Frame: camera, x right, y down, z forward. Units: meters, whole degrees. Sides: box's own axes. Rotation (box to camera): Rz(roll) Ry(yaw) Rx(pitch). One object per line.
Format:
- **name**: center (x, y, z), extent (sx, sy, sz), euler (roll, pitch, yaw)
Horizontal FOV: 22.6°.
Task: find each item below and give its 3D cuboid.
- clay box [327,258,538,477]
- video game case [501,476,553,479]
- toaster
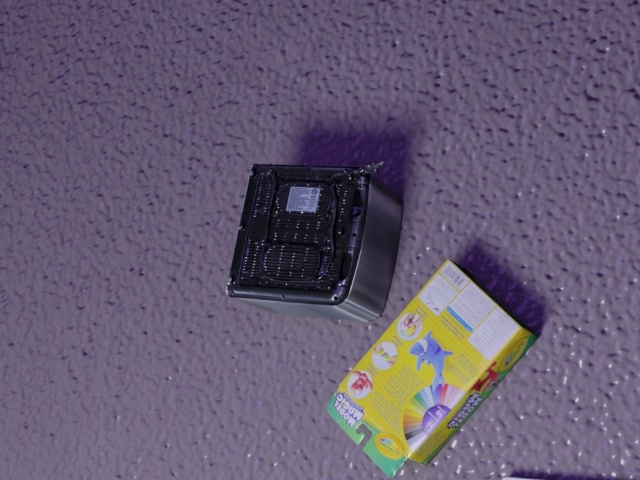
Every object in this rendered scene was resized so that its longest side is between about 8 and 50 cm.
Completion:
- **clay box**: center (0.119, 0.146, 1.778), extent (0.222, 0.053, 0.127), euler (-50, 57, 8)
- **video game case**: center (0.271, 0.341, 1.646), extent (0.201, 0.023, 0.183), euler (0, 74, 29)
- **toaster**: center (0.000, 0.000, 1.859), extent (0.186, 0.110, 0.168), euler (3, 76, 31)
